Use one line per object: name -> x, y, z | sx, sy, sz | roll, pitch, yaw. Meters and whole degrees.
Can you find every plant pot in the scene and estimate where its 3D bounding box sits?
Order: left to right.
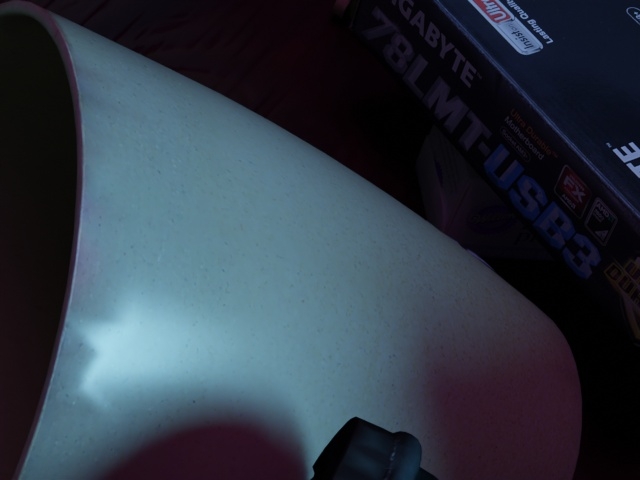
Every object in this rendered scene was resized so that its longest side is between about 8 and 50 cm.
plant pot -> -0.035, 0.062, 0.833 | 0.274, 0.256, 0.257 | 15, 49, -28

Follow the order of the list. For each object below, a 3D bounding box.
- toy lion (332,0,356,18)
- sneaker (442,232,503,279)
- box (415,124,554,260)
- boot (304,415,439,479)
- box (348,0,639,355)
toy lion -> 0.048, -0.165, 1.106 | 0.034, 0.096, 0.100 | 34, 50, 8
sneaker -> 0.000, 0.000, 0.980 | 0.223, 0.083, 0.098 | 21, 24, -17
box -> 0.215, -0.027, 1.080 | 0.324, 0.063, 0.067 | 2, 50, -18
boot -> 0.066, 0.253, 0.694 | 0.260, 0.348, 0.131 | 16, 8, -3
box -> 0.214, -0.072, 1.025 | 0.293, 0.073, 0.295 | -15, 51, -33
